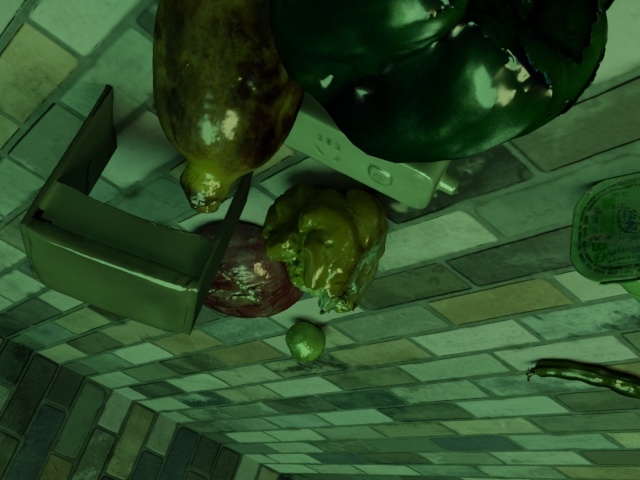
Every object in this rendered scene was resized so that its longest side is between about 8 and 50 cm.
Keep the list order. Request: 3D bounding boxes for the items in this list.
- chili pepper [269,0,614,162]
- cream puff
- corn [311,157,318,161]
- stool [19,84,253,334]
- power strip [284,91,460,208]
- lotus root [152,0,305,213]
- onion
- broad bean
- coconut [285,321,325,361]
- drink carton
[{"bbox_3d":[0.098,-0.198,0.628,0.248,0.233,0.257,50,145,-16],"label":"chili pepper"},{"bbox_3d":[0.003,-0.005,1.075,0.195,0.194,0.221,13,162,11],"label":"cream puff"},{"bbox_3d":[0.064,-0.121,0.931,0.165,0.063,0.085,12,161,15],"label":"corn"},{"bbox_3d":[-0.251,-0.040,1.045,0.244,0.269,0.170,21,149,-4],"label":"stool"},{"bbox_3d":[-0.010,-0.146,0.858,0.385,0.062,0.091,28,156,10],"label":"power strip"},{"bbox_3d":[-0.087,-0.177,0.737,0.142,0.314,0.169,17,-163,32],"label":"lotus root"},{"bbox_3d":[-0.172,0.074,1.345,0.284,0.120,0.227,-5,138,37],"label":"onion"},{"bbox_3d":[0.500,0.256,1.343,0.227,0.039,0.069,7,142,22],"label":"broad bean"},{"bbox_3d":[-0.029,0.219,1.540,0.096,0.087,0.088,41,145,-21],"label":"coconut"},{"bbox_3d":[0.408,0.012,0.891,0.144,0.146,0.142,-11,148,42],"label":"drink carton"}]
